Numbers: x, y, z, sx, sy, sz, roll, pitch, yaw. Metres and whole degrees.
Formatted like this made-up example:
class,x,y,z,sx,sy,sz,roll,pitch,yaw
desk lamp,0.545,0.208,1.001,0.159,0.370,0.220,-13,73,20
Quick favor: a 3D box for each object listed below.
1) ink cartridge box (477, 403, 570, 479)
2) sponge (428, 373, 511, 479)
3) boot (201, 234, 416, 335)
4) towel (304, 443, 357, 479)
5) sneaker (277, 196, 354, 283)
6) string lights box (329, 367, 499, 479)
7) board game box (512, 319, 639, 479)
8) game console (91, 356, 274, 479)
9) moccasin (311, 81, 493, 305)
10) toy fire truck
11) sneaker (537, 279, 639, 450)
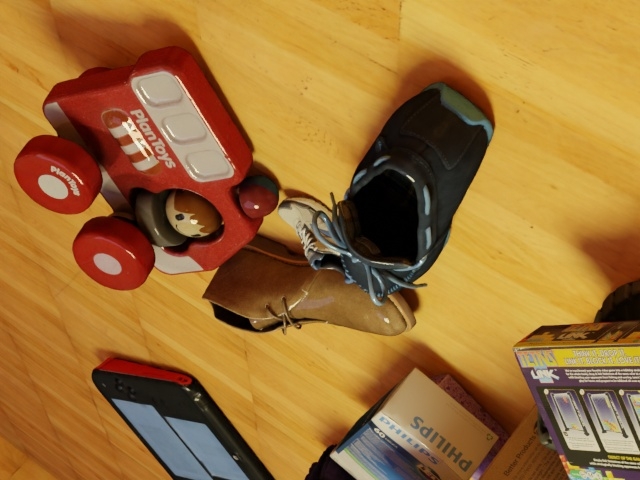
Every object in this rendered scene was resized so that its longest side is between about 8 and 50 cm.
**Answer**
class,x,y,z,sx,sy,sz,roll,pitch,yaw
ink cartridge box,0.264,0.282,1.215,0.193,0.234,0.088,26,147,31
sponge,0.196,0.254,1.494,0.210,0.031,0.117,46,154,-8
boot,-0.019,0.080,1.435,0.305,0.115,0.112,13,140,43
towel,0.092,0.458,1.763,0.308,0.076,0.227,46,-169,-1
sneaker,0.000,0.000,1.348,0.135,0.058,0.052,33,152,18
string lights box,0.111,0.263,1.501,0.133,0.077,0.259,40,155,4
board game box,0.259,0.140,1.014,0.170,0.048,0.141,-10,106,59
game console,-0.248,0.380,2.252,0.342,0.060,0.386,5,136,51
moccasin,0.058,-0.029,1.159,0.138,0.117,0.342,35,153,13
toy fire truck,-0.187,-0.078,1.395,0.254,0.169,0.302,-6,130,33
sneaker,0.298,0.123,1.121,0.106,0.101,0.267,13,146,-8
